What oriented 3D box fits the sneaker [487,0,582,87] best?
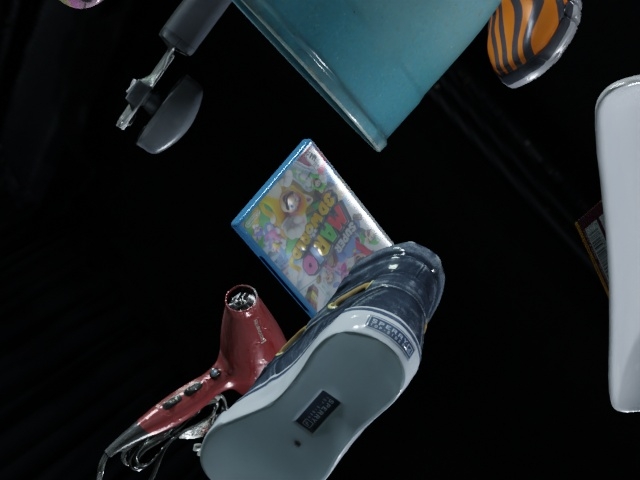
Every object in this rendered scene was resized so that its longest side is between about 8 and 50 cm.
[{"bbox_3d":[0.201,-0.328,1.384,0.180,0.321,0.124,36,-44,-29],"label":"sneaker"}]

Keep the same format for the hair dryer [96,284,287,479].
[{"bbox_3d":[-0.121,0.176,1.390,0.080,0.223,0.294,36,-65,26],"label":"hair dryer"}]

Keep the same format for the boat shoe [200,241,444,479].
[{"bbox_3d":[0.004,0.076,0.661,0.065,0.083,0.183,40,-48,-5],"label":"boat shoe"}]

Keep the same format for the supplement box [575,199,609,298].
[{"bbox_3d":[0.408,-0.013,1.408,0.081,0.188,0.104,122,-51,-68],"label":"supplement box"}]

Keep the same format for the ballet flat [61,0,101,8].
[{"bbox_3d":[-0.195,-0.273,0.842,0.076,0.079,0.222,-10,-94,18],"label":"ballet flat"}]

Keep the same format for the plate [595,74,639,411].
[{"bbox_3d":[0.304,-0.014,0.723,0.277,0.045,0.278,-8,-47,8],"label":"plate"}]

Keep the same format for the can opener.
[{"bbox_3d":[-0.144,-0.235,1.461,0.095,0.283,0.076,37,2,-14],"label":"can opener"}]

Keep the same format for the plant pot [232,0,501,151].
[{"bbox_3d":[0.041,-0.249,0.878,0.272,0.255,0.271,46,3,-3],"label":"plant pot"}]

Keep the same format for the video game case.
[{"bbox_3d":[0.000,0.000,1.203,0.166,0.119,0.015,50,-24,-26],"label":"video game case"}]
